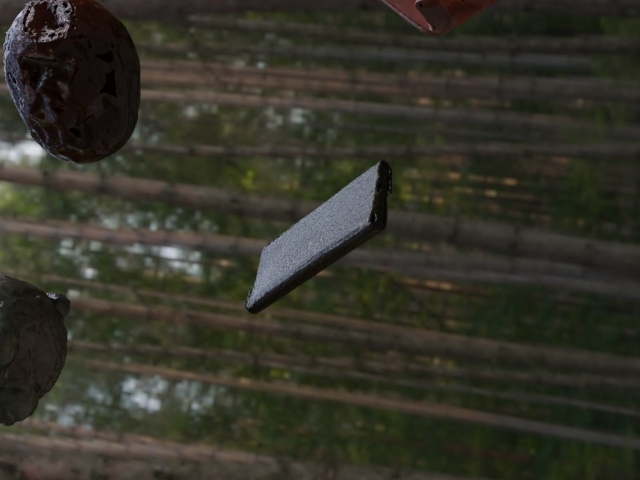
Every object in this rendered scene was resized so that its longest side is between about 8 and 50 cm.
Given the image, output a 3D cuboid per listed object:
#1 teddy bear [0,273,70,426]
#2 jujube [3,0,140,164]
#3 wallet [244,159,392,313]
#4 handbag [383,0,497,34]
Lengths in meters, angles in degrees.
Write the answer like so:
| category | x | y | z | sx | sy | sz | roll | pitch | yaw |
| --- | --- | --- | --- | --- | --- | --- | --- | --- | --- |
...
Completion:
| category | x | y | z | sx | sy | sz | roll | pitch | yaw |
| --- | --- | --- | --- | --- | --- | --- | --- | --- | --- |
| teddy bear | -0.405 | 0.095 | 1.642 | 0.151 | 0.267 | 0.236 | -62 | -24 | -48 |
| jujube | -0.339 | -0.228 | 2.096 | 0.243 | 0.183 | 0.183 | 79 | -151 | -49 |
| wallet | 0.000 | 0.000 | 2.021 | 0.039 | 0.243 | 0.133 | 39 | -144 | -24 |
| handbag | 0.143 | -0.310 | 1.597 | 0.212 | 0.157 | 0.059 | -33 | -36 | -28 |
